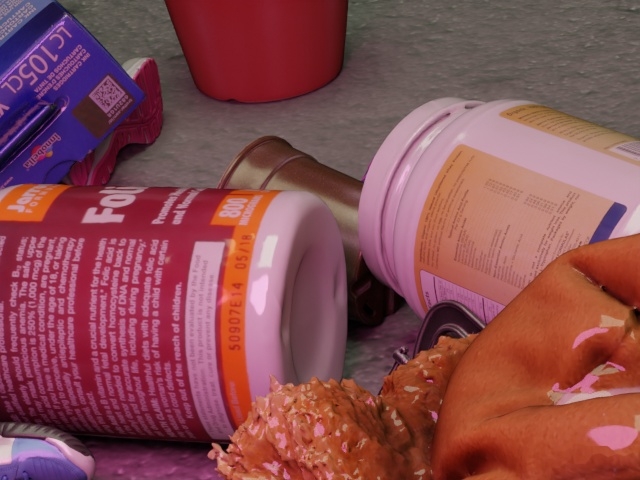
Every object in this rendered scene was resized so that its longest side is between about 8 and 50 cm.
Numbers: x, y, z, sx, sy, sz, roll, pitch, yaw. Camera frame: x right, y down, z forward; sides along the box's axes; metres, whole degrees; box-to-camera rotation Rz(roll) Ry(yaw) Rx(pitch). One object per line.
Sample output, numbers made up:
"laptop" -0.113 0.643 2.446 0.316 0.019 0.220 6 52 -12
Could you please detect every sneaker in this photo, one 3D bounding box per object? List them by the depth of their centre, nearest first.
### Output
"sneaker" -0.294 0.206 1.616 0.211 0.080 0.081 -5 49 7
"sneaker" -0.271 -0.147 2.249 0.111 0.103 0.252 7 30 23

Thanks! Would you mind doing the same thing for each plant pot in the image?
"plant pot" 0.000 0.000 1.846 0.165 0.167 0.167 19 37 28
"plant pot" -0.080 -0.319 2.379 0.274 0.243 0.275 -6 27 3

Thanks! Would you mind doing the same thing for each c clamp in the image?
"c clamp" 0.119 0.126 1.626 0.022 0.137 0.160 -5 32 -43

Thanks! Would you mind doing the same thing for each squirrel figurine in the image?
"squirrel figurine" 0.112 0.210 1.350 0.397 0.281 0.370 -1 35 44

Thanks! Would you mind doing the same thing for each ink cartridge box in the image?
"ink cartridge box" -0.371 -0.155 2.125 0.270 0.151 0.395 -45 36 -2

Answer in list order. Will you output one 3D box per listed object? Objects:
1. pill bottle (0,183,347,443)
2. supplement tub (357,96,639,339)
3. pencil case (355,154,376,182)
"pill bottle" -0.190 0.062 1.684 0.392 0.224 0.224 2 28 17
"supplement tub" 0.208 0.005 1.674 0.228 0.228 0.316 -27 36 -33
"pencil case" 0.107 -0.032 1.882 0.151 0.064 0.070 41 27 3
